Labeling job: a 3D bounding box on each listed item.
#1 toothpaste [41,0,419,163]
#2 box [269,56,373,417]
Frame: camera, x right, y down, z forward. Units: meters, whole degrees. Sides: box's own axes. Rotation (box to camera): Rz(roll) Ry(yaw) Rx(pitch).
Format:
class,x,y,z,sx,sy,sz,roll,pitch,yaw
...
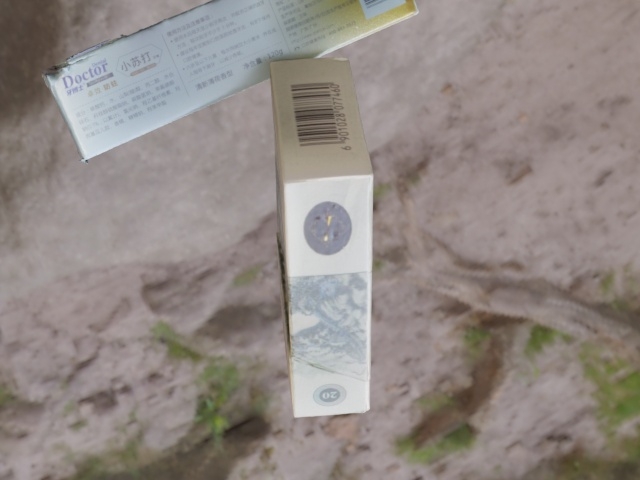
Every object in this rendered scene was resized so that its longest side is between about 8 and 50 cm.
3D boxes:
class,x,y,z,sx,sy,sz,roll,pitch,yaw
toothpaste,-0.076,-0.166,1.043,0.313,0.089,0.071,-25,-165,-8
box,-0.001,0.000,1.022,0.069,0.164,0.256,-4,131,-3
